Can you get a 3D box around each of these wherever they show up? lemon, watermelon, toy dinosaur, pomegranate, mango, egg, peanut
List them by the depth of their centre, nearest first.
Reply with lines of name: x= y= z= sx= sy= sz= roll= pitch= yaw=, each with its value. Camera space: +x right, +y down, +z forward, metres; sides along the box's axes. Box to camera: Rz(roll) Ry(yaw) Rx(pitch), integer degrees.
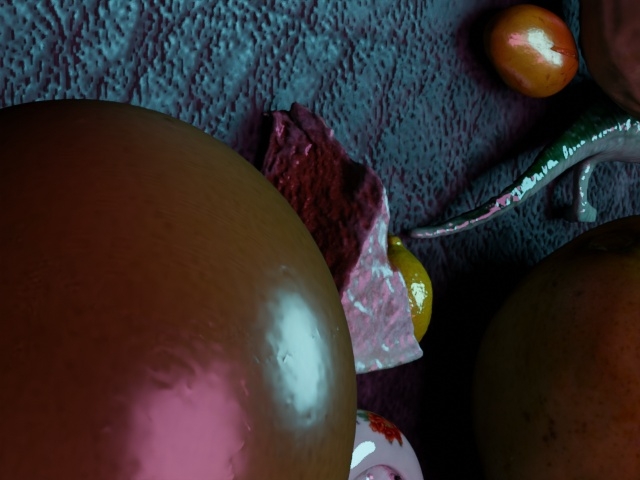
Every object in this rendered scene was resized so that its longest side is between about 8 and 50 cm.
egg: x=-0.117 y=0.099 z=0.774 sx=0.250 sy=0.250 sz=0.322 roll=9 pitch=99 yaw=-54
watermelon: x=0.009 y=0.016 z=1.053 sx=0.121 sy=0.098 sz=0.158 roll=35 pitch=69 yaw=-52
lemon: x=0.039 y=0.036 z=1.122 sx=0.062 sy=0.062 sz=0.083 roll=13 pitch=77 yaw=-54
mango: x=0.139 y=-0.128 z=1.218 sx=0.089 sy=0.046 sz=0.060 roll=13 pitch=90 yaw=-50
peanut: x=0.216 y=-0.176 z=1.232 sx=0.120 sy=0.110 sz=0.236 roll=-30 pitch=110 yaw=1
pomegranate: x=0.221 y=0.108 z=1.246 sx=0.260 sy=0.260 sz=0.260 roll=-20 pitch=116 yaw=-49
toy dinosaur: x=0.204 y=-0.043 z=1.313 sx=0.383 sy=0.076 sz=0.129 roll=-43 pitch=125 yaw=-42

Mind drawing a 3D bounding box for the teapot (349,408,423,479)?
teapot: x=-0.001 y=0.168 z=1.083 sx=0.226 sy=0.092 sz=0.145 roll=31 pitch=73 yaw=-51
